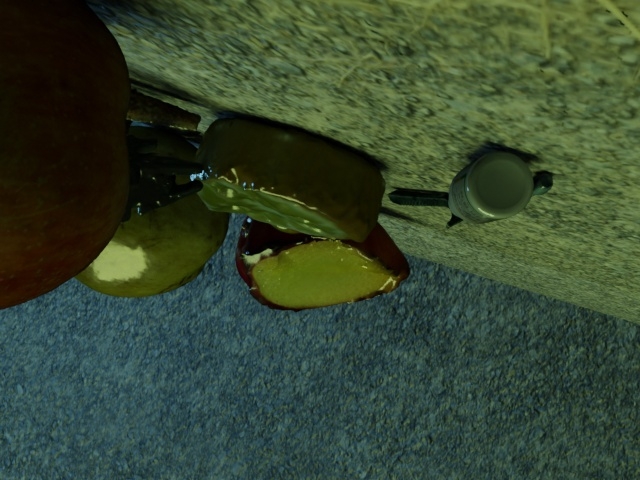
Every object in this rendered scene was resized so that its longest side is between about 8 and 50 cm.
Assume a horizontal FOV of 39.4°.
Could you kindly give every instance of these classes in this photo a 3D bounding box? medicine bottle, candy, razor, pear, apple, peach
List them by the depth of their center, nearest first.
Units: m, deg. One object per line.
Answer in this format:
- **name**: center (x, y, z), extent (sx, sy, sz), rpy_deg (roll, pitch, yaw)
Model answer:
- **apple**: center (-0.264, -0.086, 0.692), extent (0.250, 0.278, 0.309), rpy_deg (-1, -142, -51)
- **medicine bottle**: center (0.176, -0.048, 0.897), extent (0.092, 0.061, 0.221), rpy_deg (-2, 179, 0)
- **candy**: center (-0.043, -0.074, 1.166), extent (0.259, 0.118, 0.260), rpy_deg (16, 175, 1)
- **razor**: center (0.151, -0.057, 1.269), extent (0.066, 0.033, 0.190), rpy_deg (-27, -160, -20)
- **pear**: center (-0.304, -0.047, 1.554), extent (0.303, 0.304, 0.304), rpy_deg (17, 178, 1)
- **peach**: center (0.000, 0.000, 1.770), extent (0.361, 0.201, 0.258), rpy_deg (4, 144, -17)

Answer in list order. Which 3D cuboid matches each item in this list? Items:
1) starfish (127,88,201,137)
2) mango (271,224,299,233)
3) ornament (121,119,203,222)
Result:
- **starfish**: center (-0.399, -0.180, 1.022), extent (0.383, 0.132, 0.398), rpy_deg (15, -159, 23)
- **mango**: center (-0.035, -0.063, 1.370), extent (0.115, 0.089, 0.165), rpy_deg (-5, -159, -11)
- **ornament**: center (-0.285, -0.097, 1.108), extent (0.202, 0.080, 0.236), rpy_deg (-14, -147, -34)
